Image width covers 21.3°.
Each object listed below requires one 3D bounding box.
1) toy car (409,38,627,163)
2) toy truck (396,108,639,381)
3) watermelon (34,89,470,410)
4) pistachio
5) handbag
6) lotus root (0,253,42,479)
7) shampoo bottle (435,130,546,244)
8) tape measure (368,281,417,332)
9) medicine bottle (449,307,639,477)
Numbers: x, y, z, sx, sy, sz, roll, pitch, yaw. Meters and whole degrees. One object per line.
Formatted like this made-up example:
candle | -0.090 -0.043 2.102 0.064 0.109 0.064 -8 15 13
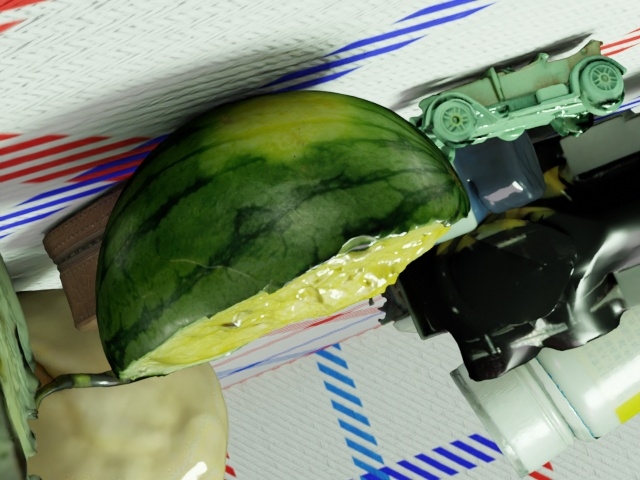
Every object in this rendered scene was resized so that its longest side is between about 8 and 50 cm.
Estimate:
toy car | 0.124 -0.087 1.100 0.143 0.054 0.073 -15 171 -14
toy truck | 0.265 -0.031 1.445 0.405 0.180 0.254 -22 -176 24
watermelon | -0.037 -0.008 0.907 0.232 0.127 0.204 -28 176 30
pistachio | -0.187 0.127 1.198 0.188 0.187 0.299 -15 -167 -41
handbag | -0.077 -0.002 1.104 0.193 0.072 0.151 -17 172 -47
lotus root | -0.266 0.061 0.753 0.260 0.149 0.267 -15 -168 -7
shampoo bottle | 0.000 0.000 1.326 0.360 0.078 0.134 -23 177 18
tape measure | 0.206 0.007 1.808 0.265 0.130 0.258 -25 170 31
medicine bottle | 0.259 0.101 1.588 0.258 0.143 0.143 -33 173 2
